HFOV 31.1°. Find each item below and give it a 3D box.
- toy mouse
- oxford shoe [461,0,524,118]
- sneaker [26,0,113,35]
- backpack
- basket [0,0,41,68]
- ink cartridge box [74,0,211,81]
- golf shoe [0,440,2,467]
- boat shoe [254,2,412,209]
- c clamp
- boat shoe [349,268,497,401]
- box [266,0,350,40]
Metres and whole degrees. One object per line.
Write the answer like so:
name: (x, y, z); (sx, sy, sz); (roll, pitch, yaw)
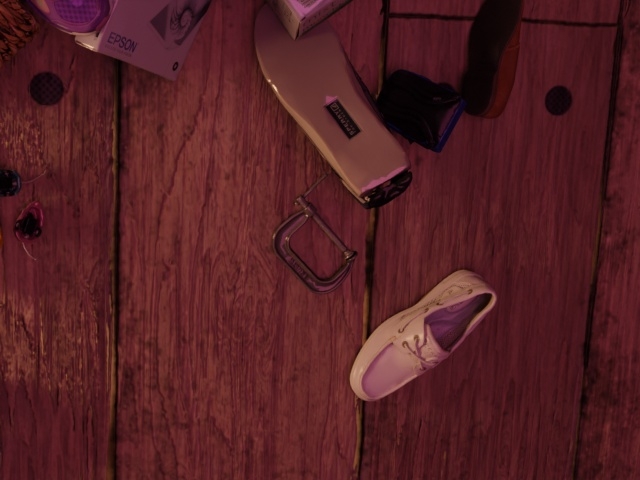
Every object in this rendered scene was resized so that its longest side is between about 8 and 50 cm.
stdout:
toy mouse: (-0.438, -0.048, 1.621); (0.161, 0.031, 0.143); (48, 62, -31)
oxford shoe: (0.275, -0.292, 1.773); (0.076, 0.076, 0.212); (8, 99, -48)
sneaker: (-0.355, -0.345, 1.399); (0.095, 0.104, 0.236); (-43, 92, 8)
backpack: (0.146, -0.194, 1.732); (0.120, 0.101, 0.098); (29, 90, 12)
basket: (-0.528, -0.311, 1.445); (0.223, 0.213, 0.299); (-39, 110, -5)
ink cartridge box: (-0.215, -0.339, 1.540); (0.045, 0.223, 0.224); (25, 97, 20)
golf shoe: (-0.496, 0.288, 1.664); (0.069, 0.086, 0.176); (-5, 106, -17)
boat shoe: (0.013, -0.190, 1.693); (0.127, 0.158, 0.340); (-29, 81, -3)
c clamp: (0.000, 0.000, 1.774); (0.137, 0.022, 0.160); (-38, 109, -5)
boat shoe: (0.163, 0.156, 1.818); (0.277, 0.096, 0.098); (-44, 111, -3)
box: (0.008, -0.449, 1.580); (0.262, 0.127, 0.231); (-36, 91, -6)
